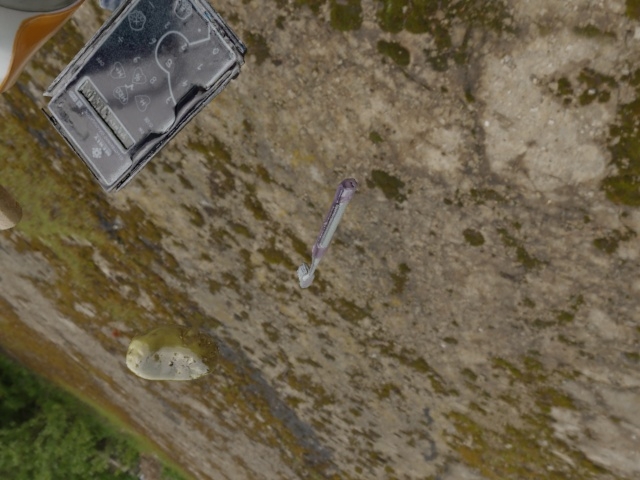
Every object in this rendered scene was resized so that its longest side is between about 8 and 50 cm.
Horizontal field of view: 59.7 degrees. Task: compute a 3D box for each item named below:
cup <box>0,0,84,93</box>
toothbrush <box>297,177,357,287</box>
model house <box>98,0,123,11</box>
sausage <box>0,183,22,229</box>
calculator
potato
[{"bbox_3d":[-0.381,-0.258,0.632,0.182,0.227,0.263,6,160,-39],"label":"cup"},{"bbox_3d":[0.000,0.000,0.803,0.029,0.024,0.354,64,161,17],"label":"toothbrush"},{"bbox_3d":[-0.243,-0.491,0.803,0.266,0.261,0.321,39,136,-3],"label":"model house"},{"bbox_3d":[-0.558,-0.125,0.816,0.065,0.066,0.301,16,152,28],"label":"sausage"},{"bbox_3d":[-0.229,-0.200,0.704,0.274,0.028,0.166,-39,92,20],"label":"calculator"},{"bbox_3d":[-0.225,0.173,0.858,0.137,0.070,0.092,12,112,-19],"label":"potato"}]
